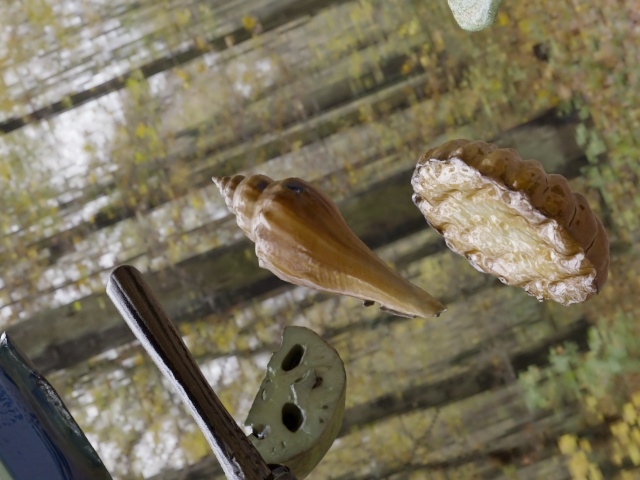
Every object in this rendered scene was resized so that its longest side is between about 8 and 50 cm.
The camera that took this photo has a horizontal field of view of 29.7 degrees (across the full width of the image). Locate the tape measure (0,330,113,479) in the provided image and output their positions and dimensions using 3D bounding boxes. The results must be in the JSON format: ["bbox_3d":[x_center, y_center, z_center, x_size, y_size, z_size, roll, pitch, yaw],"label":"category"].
[{"bbox_3d":[-0.346,0.278,1.308,0.259,0.138,0.262,50,142,23],"label":"tape measure"}]

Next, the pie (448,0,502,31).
[{"bbox_3d":[0.099,-0.171,0.760,0.085,0.017,0.085,175,90,-75],"label":"pie"}]

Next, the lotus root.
[{"bbox_3d":[-0.041,0.248,1.697,0.119,0.138,0.234,84,-149,-55],"label":"lotus root"}]

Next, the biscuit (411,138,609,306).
[{"bbox_3d":[0.283,-0.035,1.770,0.326,0.107,0.325,32,160,13],"label":"biscuit"}]

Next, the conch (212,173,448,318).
[{"bbox_3d":[0.001,-0.005,1.343,0.109,0.330,0.093,-26,-47,-45],"label":"conch"}]

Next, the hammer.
[{"bbox_3d":[-0.140,0.209,1.462,0.408,0.095,0.242,55,172,-2],"label":"hammer"}]
